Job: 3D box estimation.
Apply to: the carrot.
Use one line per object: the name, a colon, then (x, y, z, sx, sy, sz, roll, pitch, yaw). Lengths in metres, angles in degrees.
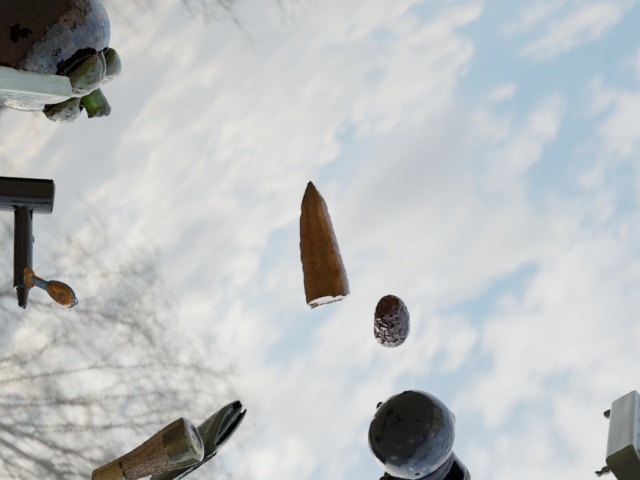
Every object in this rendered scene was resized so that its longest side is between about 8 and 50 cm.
carrot: (0.000, 0.000, 1.508, 0.072, 0.072, 0.205, -25, -116, 41)

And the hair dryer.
hair dryer: (-0.537, -0.001, 1.719, 0.070, 0.128, 0.255, 128, -38, -54)

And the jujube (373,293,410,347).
jujube: (0.141, 0.159, 1.957, 0.077, 0.129, 0.077, -4, -136, 3)

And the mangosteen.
mangosteen: (-0.550, -0.373, 1.941, 0.300, 0.300, 0.300, -38, -154, 22)

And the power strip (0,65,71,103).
power strip: (-0.362, -0.189, 1.198, 0.047, 0.030, 0.191, -9, 179, 21)

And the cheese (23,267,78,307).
cheese: (-0.433, 0.077, 1.577, 0.017, 0.111, 0.047, -39, 146, -54)

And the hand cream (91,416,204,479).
hand cream: (-0.306, 0.385, 1.708, 0.203, 0.084, 0.084, -26, -153, 3)

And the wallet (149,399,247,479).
wallet: (-0.257, 0.430, 2.003, 0.236, 0.055, 0.160, -41, -174, 29)

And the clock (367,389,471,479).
clock: (0.174, 0.366, 1.709, 0.146, 0.243, 0.199, 16, -127, 42)

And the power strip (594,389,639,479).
power strip: (0.400, 0.281, 1.188, 0.061, 0.145, 0.215, -37, 176, 22)
